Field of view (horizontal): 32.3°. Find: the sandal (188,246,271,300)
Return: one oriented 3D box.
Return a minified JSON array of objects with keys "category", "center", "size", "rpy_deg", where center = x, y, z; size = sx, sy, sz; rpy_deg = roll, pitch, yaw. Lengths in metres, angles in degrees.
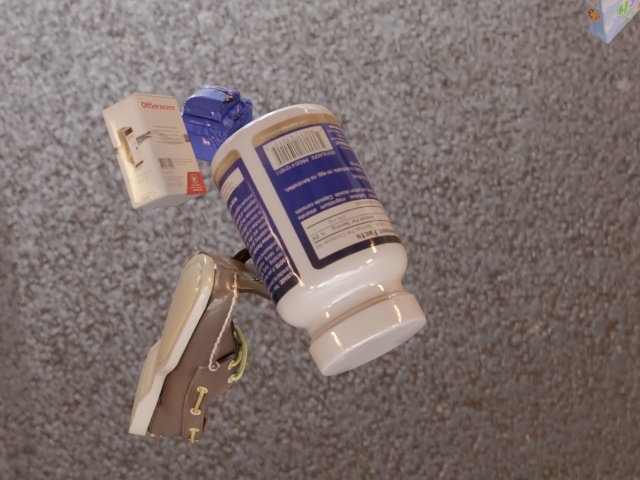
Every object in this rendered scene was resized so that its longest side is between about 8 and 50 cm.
[{"category":"sandal","center":[-0.085,0.033,1.467],"size":[0.090,0.219,0.060],"rpy_deg":[38,104,38]}]

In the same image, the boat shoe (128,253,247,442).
[{"category":"boat shoe","center":[-0.137,0.130,1.243],"size":[0.096,0.324,0.117],"rpy_deg":[16,48,-12]}]

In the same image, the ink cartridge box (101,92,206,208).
[{"category":"ink cartridge box","center":[-0.212,-0.113,1.413],"size":[0.056,0.099,0.135],"rpy_deg":[-21,84,26]}]

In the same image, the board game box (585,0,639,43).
[{"category":"board game box","center":[0.406,-0.372,1.434],"size":[0.160,0.211,0.039],"rpy_deg":[-47,64,-2]}]

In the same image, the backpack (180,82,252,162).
[{"category":"backpack","center":[-0.148,-0.176,1.609],"size":[0.098,0.101,0.120],"rpy_deg":[20,32,13]}]

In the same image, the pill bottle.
[{"category":"pill bottle","center":[0.000,0.000,1.185],"size":[0.153,0.153,0.265],"rpy_deg":[-24,74,-6]}]
